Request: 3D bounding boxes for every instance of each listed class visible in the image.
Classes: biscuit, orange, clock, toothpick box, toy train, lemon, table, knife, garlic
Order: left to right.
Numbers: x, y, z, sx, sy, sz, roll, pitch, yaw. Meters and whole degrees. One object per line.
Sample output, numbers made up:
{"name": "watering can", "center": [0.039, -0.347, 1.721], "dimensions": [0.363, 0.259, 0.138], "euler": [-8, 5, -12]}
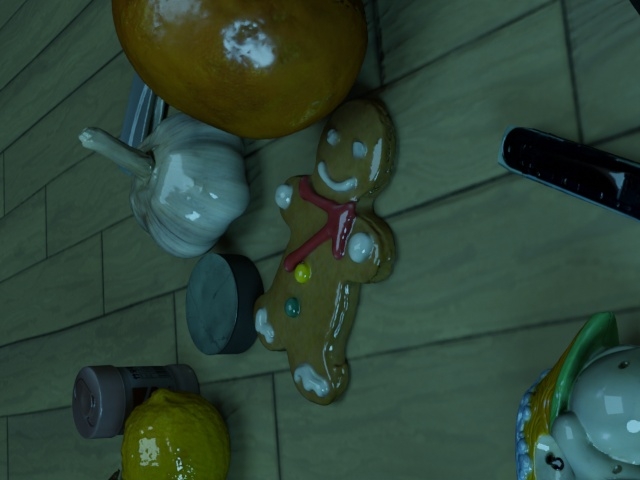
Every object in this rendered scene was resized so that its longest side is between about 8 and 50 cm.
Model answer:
{"name": "toothpick box", "center": [-0.255, 0.221, 1.318], "dimensions": [0.098, 0.149, 0.098], "euler": [-6, 82, 52]}
{"name": "knife", "center": [-0.260, -0.226, 1.460], "dimensions": [0.073, 0.040, 0.265], "euler": [26, 108, 40]}
{"name": "garlic", "center": [-0.210, -0.086, 1.221], "dimensions": [0.199, 0.226, 0.199], "euler": [-19, 64, 43]}
{"name": "lemon", "center": [-0.186, 0.281, 1.225], "dimensions": [0.142, 0.142, 0.187], "euler": [9, 107, 54]}
{"name": "table", "center": [-0.127, 0.083, 1.245], "dimensions": [0.133, 0.043, 0.133], "euler": [-7, 82, 54]}
{"name": "orange", "center": [-0.087, -0.236, 1.018], "dimensions": [0.226, 0.284, 0.284], "euler": [-54, 45, 17]}
{"name": "biscuit", "center": [0.000, 0.000, 1.080], "dimensions": [0.216, 0.047, 0.340], "euler": [42, 120, 46]}
{"name": "toy train", "center": [0.225, -0.053, 0.777], "dimensions": [0.207, 0.047, 0.043], "euler": [31, 111, 51]}
{"name": "clock", "center": [0.223, 0.169, 0.714], "dimensions": [0.144, 0.103, 0.231], "euler": [-14, 78, 51]}

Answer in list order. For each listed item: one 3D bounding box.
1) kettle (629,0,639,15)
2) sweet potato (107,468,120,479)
{"name": "kettle", "center": [0.352, -0.146, 0.508], "dimensions": [0.321, 0.228, 0.324], "euler": [-29, 65, 14]}
{"name": "sweet potato", "center": [-0.318, 0.464, 1.454], "dimensions": [0.068, 0.068, 0.226], "euler": [-38, 58, 45]}
